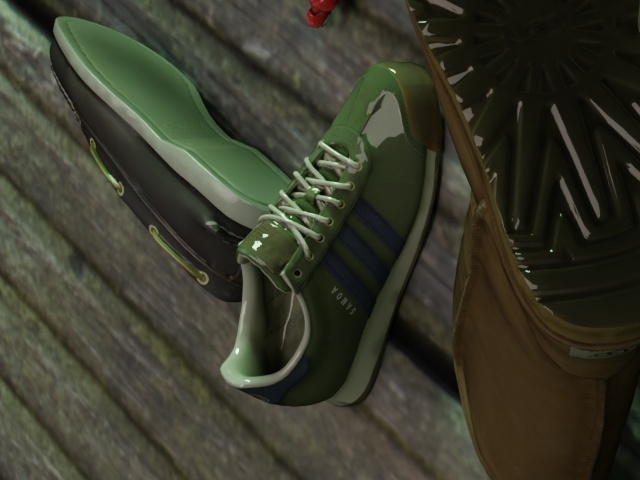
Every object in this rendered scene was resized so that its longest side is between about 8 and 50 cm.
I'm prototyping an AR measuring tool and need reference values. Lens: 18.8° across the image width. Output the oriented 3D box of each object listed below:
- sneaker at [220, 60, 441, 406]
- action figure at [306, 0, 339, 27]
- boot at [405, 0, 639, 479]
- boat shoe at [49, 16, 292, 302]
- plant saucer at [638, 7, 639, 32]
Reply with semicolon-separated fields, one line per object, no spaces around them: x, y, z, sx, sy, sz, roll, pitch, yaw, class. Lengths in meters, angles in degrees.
0.000;0.000;0.996;0.064;0.086;0.192;33;115;46;sneaker
0.016;-0.158;1.022;0.115;0.030;0.038;-61;41;38;action figure
0.080;-0.024;0.795;0.269;0.089;0.236;83;179;-71;boot
-0.099;-0.052;1.123;0.228;0.081;0.068;45;120;38;boat shoe
0.279;-0.076;0.635;0.400;0.100;0.400;2;92;51;plant saucer
